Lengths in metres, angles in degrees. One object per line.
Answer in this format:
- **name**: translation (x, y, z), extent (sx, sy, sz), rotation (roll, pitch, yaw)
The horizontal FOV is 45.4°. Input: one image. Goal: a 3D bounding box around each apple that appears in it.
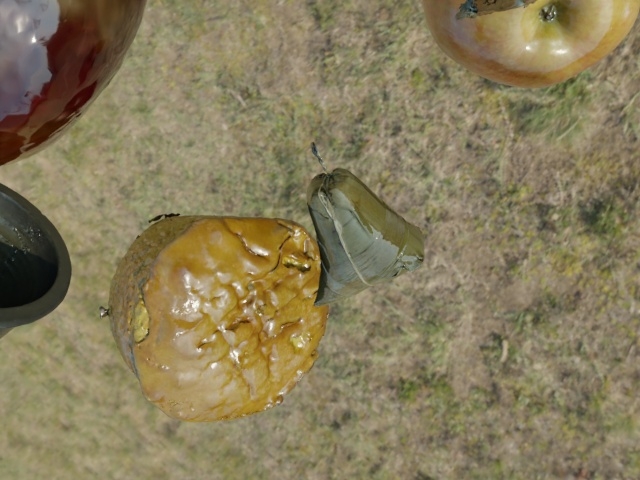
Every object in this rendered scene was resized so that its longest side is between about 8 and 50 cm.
- **apple**: translation (0.389, -0.469, 1.422), extent (0.392, 0.346, 0.391), rotation (0, 122, 0)

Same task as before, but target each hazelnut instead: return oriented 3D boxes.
- **hazelnut**: translation (-0.330, -0.269, 0.720), extent (0.421, 0.420, 0.353), rotation (22, 172, 24)

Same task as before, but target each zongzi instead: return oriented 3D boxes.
- **zongzi**: translation (0.000, 0.000, 0.874), extent (0.178, 0.081, 0.189), rotation (-31, 127, 32)

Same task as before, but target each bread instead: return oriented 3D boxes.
- **bread**: translation (-0.163, 0.125, 1.324), extent (0.215, 0.398, 0.398), rotation (21, 135, 45)

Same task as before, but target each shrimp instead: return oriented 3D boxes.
- **shrimp**: translation (0.229, -0.306, 0.934), extent (0.043, 0.091, 0.184), rotation (45, 158, -23)

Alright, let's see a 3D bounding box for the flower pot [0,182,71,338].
- **flower pot**: translation (-0.403, 0.045, 0.812), extent (0.235, 0.235, 0.148), rotation (41, 116, 4)
